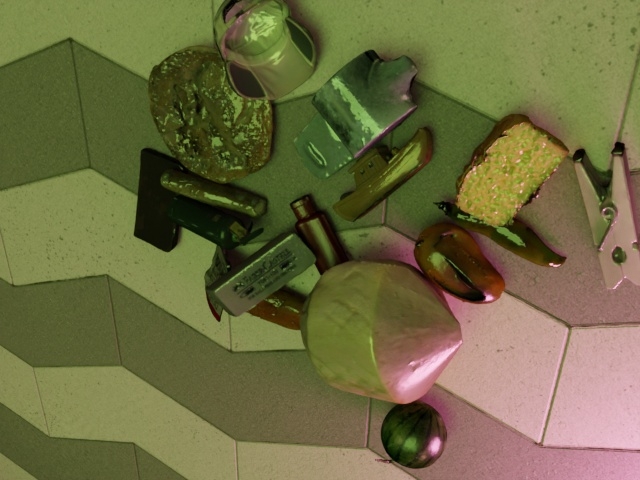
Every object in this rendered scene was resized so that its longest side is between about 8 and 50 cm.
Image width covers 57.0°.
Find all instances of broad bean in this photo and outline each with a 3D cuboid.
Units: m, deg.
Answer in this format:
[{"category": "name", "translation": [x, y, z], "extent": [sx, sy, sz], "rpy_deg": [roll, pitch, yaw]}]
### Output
[{"category": "broad bean", "translation": [0.430, -0.028, 1.412], "extent": [0.339, 0.061, 0.077], "rpy_deg": [28, 107, 11]}]

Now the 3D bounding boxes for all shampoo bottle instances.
[{"category": "shampoo bottle", "translation": [0.000, 0.000, 1.631], "extent": [0.102, 0.064, 0.260], "rpy_deg": [-18, 104, 38]}]

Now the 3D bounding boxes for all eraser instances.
[{"category": "eraser", "translation": [-0.171, 0.100, 1.664], "extent": [0.352, 0.077, 0.111], "rpy_deg": [-35, 109, 17]}]

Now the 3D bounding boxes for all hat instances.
[{"category": "hat", "translation": [-0.133, -0.474, 1.425], "extent": [0.232, 0.161, 0.275], "rpy_deg": [-29, 123, 21]}]

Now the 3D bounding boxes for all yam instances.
[{"category": "yam", "translation": [-0.306, -0.135, 1.696], "extent": [0.317, 0.067, 0.071], "rpy_deg": [18, 77, 9]}]

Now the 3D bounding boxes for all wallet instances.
[{"category": "wallet", "translation": [-0.498, -0.120, 1.824], "extent": [0.165, 0.042, 0.310], "rpy_deg": [22, 118, 14]}]

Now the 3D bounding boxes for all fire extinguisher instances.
[{"category": "fire extinguisher", "translation": [-0.302, -0.050, 1.691], "extent": [0.311, 0.114, 0.095], "rpy_deg": [25, 153, 34]}]

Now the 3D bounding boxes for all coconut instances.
[{"category": "coconut", "translation": [0.167, 0.217, 1.481], "extent": [0.415, 0.415, 0.345], "rpy_deg": [-3, 90, 27]}]

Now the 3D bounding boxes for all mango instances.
[{"category": "mango", "translation": [0.343, 0.059, 1.450], "extent": [0.248, 0.151, 0.156], "rpy_deg": [34, 89, 1]}]

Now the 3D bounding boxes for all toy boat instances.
[{"category": "toy boat", "translation": [0.149, -0.170, 1.466], "extent": [0.321, 0.089, 0.121], "rpy_deg": [-41, 77, 34]}]

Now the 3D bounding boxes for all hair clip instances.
[{"category": "hair clip", "translation": [0.637, -0.048, 1.288], "extent": [0.101, 0.085, 0.331], "rpy_deg": [-9, 111, 31]}]

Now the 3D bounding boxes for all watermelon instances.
[{"category": "watermelon", "translation": [0.264, 0.569, 1.700], "extent": [0.188, 0.188, 0.215], "rpy_deg": [28, 103, 11]}]

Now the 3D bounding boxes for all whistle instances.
[{"category": "whistle", "translation": [0.078, -0.294, 1.411], "extent": [0.168, 0.188, 0.405], "rpy_deg": [52, 158, -1]}]

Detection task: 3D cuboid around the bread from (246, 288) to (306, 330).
[{"category": "bread", "translation": [-0.125, 0.192, 1.773], "extent": [0.344, 0.084, 0.124], "rpy_deg": [17, 138, 17]}]

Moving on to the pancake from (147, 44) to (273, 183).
[{"category": "pancake", "translation": [-0.293, -0.336, 1.598], "extent": [0.387, 0.082, 0.387], "rpy_deg": [11, 124, 17]}]

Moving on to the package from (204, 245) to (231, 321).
[{"category": "package", "translation": [-0.319, 0.119, 1.814], "extent": [0.154, 0.030, 0.239], "rpy_deg": [57, 137, 43]}]

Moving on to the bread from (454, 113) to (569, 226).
[{"category": "bread", "translation": [0.415, -0.169, 1.308], "extent": [0.160, 0.147, 0.261], "rpy_deg": [27, 129, 1]}]
